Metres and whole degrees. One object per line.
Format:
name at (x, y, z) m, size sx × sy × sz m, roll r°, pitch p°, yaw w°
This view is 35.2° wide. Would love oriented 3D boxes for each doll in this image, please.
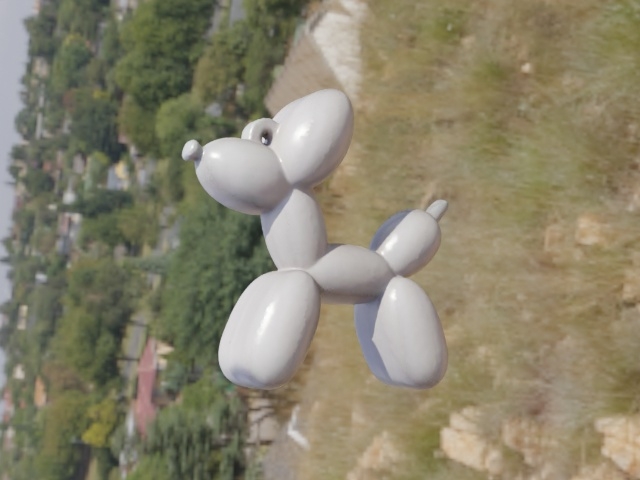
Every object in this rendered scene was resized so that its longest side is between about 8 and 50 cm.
doll at (0.000, 0.000, 0.541) m, size 0.059 × 0.161 × 0.160 m, roll -7°, pitch 78°, yaw 62°
